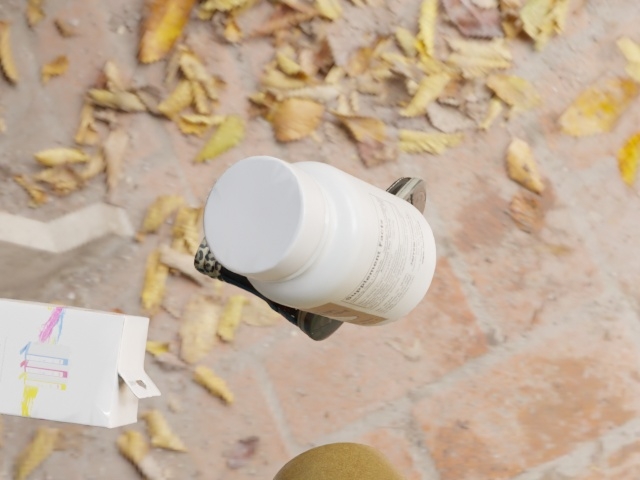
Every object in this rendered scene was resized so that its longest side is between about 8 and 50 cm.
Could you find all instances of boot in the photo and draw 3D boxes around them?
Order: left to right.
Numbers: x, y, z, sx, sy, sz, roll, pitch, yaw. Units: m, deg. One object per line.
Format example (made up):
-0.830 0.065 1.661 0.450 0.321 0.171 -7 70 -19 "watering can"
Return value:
-0.008 -0.011 1.503 0.179 0.085 0.236 24 55 27 "boot"

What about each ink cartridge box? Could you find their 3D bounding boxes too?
-0.202 0.098 1.098 0.143 0.092 0.089 7 87 6 "ink cartridge box"

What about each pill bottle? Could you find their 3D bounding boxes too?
0.000 0.000 1.228 0.131 0.229 0.131 -7 76 29 "pill bottle"

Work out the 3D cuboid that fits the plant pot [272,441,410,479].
0.033 0.302 1.149 0.237 0.237 0.254 -37 39 15 "plant pot"
